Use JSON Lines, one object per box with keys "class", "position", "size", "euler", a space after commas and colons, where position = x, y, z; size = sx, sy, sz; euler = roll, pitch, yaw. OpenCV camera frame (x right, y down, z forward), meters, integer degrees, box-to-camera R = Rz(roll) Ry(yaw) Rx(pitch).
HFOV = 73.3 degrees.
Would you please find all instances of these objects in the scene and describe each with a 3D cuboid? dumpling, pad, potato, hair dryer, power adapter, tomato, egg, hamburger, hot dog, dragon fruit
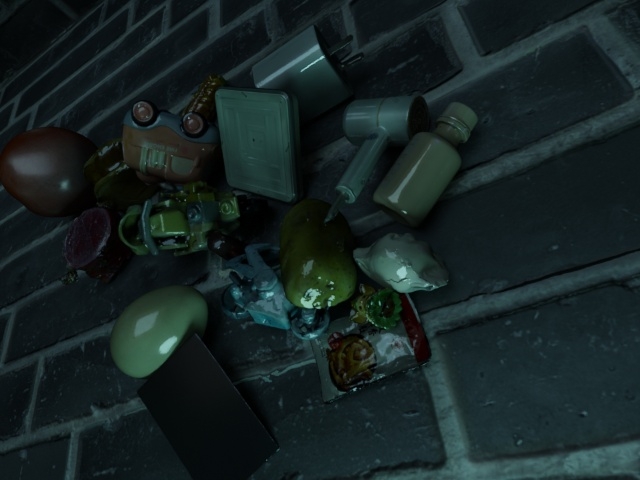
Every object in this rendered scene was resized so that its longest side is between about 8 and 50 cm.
{"class": "dumpling", "position": [0.156, 0.032, 0.807], "size": [0.188, 0.108, 0.127], "euler": [16, 45, 30]}
{"class": "pad", "position": [-0.245, 0.374, 0.905], "size": [0.202, 0.005, 0.300], "euler": [-45, 74, 7]}
{"class": "potato", "position": [0.000, 0.000, 0.864], "size": [0.160, 0.111, 0.272], "euler": [3, 42, -9]}
{"class": "hair dryer", "position": [0.083, -0.169, 0.896], "size": [0.173, 0.108, 0.357], "euler": [8, 53, 37]}
{"class": "power adapter", "position": [-0.016, -0.420, 1.081], "size": [0.255, 0.187, 0.124], "euler": [-26, 57, 21]}
{"class": "tomato", "position": [-0.915, -0.237, 1.506], "size": [0.321, 0.321, 0.322], "euler": [-14, 62, 27]}
{"class": "egg", "position": [-0.375, 0.211, 1.017], "size": [0.253, 0.188, 0.189], "euler": [-42, 52, 5]}
{"class": "hamburger", "position": [-0.620, -0.217, 1.366], "size": [0.308, 0.211, 0.133], "euler": [-31, 60, 16]}
{"class": "hot dog", "position": [-0.392, -0.426, 1.404], "size": [0.115, 0.072, 0.269], "euler": [15, 78, 45]}
{"class": "dragon fruit", "position": [-0.691, 0.018, 1.356], "size": [0.211, 0.147, 0.282], "euler": [20, 83, 28]}

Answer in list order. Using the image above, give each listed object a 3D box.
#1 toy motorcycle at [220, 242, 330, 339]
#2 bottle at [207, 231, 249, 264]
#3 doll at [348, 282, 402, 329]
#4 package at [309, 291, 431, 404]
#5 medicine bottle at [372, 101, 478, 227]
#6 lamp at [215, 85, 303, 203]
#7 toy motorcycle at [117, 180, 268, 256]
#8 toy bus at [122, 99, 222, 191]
{"class": "toy motorcycle", "position": [-0.079, 0.098, 0.917], "size": [0.260, 0.154, 0.206], "euler": [9, 51, 23]}
{"class": "bottle", "position": [-0.193, 0.029, 0.999], "size": [0.060, 0.164, 0.060], "euler": [-14, 62, 27]}
{"class": "doll", "position": [0.105, 0.126, 0.808], "size": [0.078, 0.076, 0.113], "euler": [-71, 15, -12]}
{"class": "package", "position": [0.085, 0.201, 0.824], "size": [0.239, 0.030, 0.154], "euler": [-29, 54, 20]}
{"class": "medicine bottle", "position": [0.215, -0.154, 0.854], "size": [0.114, 0.114, 0.252], "euler": [34, 89, 39]}
{"class": "lamp", "position": [-0.154, -0.241, 1.073], "size": [0.266, 0.047, 0.269], "euler": [17, 122, 36]}
{"class": "toy motorcycle", "position": [-0.338, -0.049, 1.093], "size": [0.410, 0.237, 0.169], "euler": [-12, 90, 27]}
{"class": "toy bus", "position": [-0.419, -0.259, 1.226], "size": [0.287, 0.194, 0.232], "euler": [14, 94, -6]}
